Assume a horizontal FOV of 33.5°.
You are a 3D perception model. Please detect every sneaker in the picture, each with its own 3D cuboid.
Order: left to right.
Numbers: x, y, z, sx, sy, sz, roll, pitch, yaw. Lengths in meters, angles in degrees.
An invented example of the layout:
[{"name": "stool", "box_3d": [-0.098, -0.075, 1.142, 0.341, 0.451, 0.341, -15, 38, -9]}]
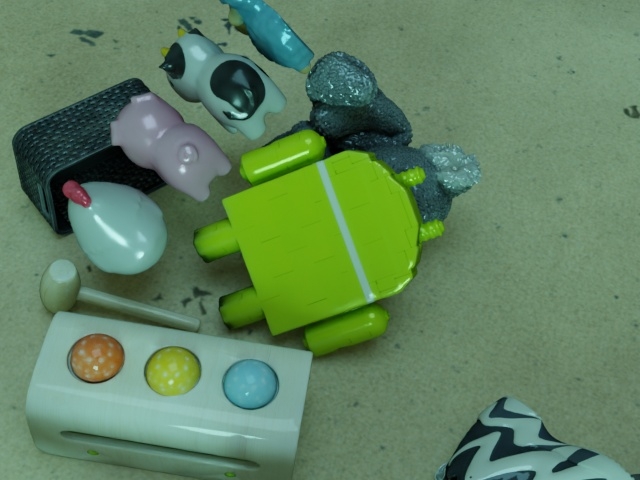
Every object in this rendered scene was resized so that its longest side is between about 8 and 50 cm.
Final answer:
[{"name": "sneaker", "box_3d": [0.209, 0.265, 1.060, 0.153, 0.094, 0.235, -37, 45, -17]}]

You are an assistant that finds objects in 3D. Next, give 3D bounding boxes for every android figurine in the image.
[{"name": "android figurine", "box_3d": [0.000, 0.000, 1.189, 0.273, 0.056, 0.248, -22, 90, 13]}]

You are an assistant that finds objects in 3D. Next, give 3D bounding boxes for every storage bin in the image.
[{"name": "storage bin", "box_3d": [-0.268, -0.103, 1.289, 0.180, 0.122, 0.084, -31, 62, -25]}]

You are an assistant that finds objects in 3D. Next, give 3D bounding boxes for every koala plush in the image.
[{"name": "koala plush", "box_3d": [0.072, -0.087, 1.280, 0.221, 0.196, 0.203, 40, 17, 17]}]

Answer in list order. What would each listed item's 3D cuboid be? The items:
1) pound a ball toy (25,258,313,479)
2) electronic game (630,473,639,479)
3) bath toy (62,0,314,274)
[{"name": "pound a ball toy", "box_3d": [-0.169, 0.122, 1.123, 0.319, 0.136, 0.208, 10, 53, 1]}, {"name": "electronic game", "box_3d": [0.352, 0.336, 1.069, 0.229, 0.048, 0.229, 1, 46, -1]}, {"name": "bath toy", "box_3d": [-0.165, -0.127, 1.186, 0.151, 0.129, 0.348, 24, 75, 50]}]
